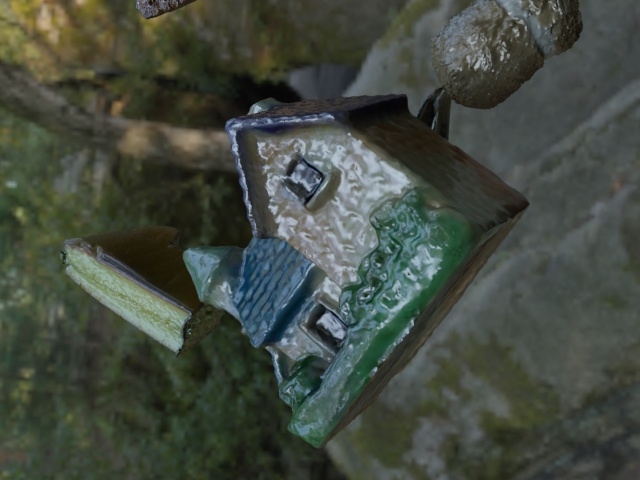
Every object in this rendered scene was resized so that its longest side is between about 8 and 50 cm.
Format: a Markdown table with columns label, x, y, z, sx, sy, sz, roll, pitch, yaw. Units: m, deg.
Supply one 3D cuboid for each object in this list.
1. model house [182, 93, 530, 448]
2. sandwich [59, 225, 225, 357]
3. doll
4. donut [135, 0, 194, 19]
| label | x | y | z | sx | sy | sz | roll | pitch | yaw |
| --- | --- | --- | --- | --- | --- | --- | --- | --- | --- |
| model house | 0.000 | 0.000 | 1.347 | 0.312 | 0.280 | 0.245 | -56 | -12 | 25 |
| sandwich | -0.249 | 0.054 | 1.924 | 0.128 | 0.236 | 0.122 | -40 | -25 | -44 |
| doll | 0.177 | -0.200 | 1.423 | 0.105 | 0.221 | 0.115 | 52 | -163 | 0 |
| donut | -0.192 | -0.424 | 1.978 | 0.186 | 0.126 | 0.144 | -36 | -62 | -45 |
